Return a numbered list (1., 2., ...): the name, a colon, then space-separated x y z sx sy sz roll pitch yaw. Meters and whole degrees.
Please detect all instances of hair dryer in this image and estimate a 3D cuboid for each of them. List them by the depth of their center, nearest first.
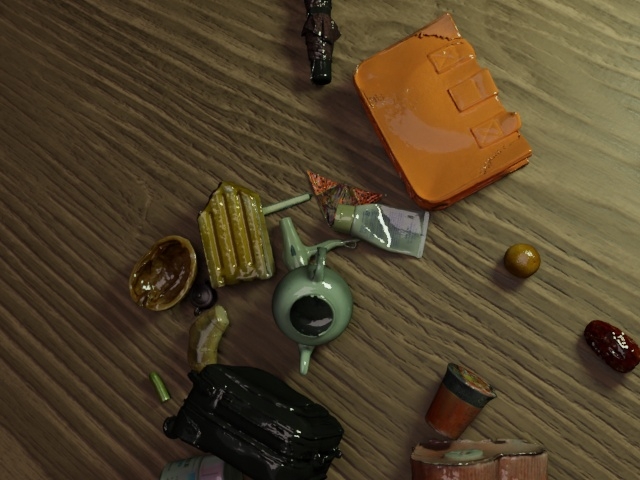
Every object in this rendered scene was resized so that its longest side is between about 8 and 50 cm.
1. hair dryer: -0.017 -0.011 1.766 0.199 0.067 0.167 -32 69 -2

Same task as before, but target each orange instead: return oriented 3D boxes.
1. orange: 0.454 0.046 1.609 0.085 0.085 0.085 -2 81 15

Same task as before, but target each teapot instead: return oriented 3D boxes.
1. teapot: -0.019 0.155 1.669 0.193 0.129 0.295 9 107 -2
2. teapot: -0.303 0.145 1.818 0.067 0.045 0.100 16 85 19

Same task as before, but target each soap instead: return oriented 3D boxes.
1. soap: -0.215 -0.020 1.778 0.160 0.080 0.258 -12 90 12

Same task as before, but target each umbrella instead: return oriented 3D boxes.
1. umbrella: -0.005 -0.555 1.822 0.090 0.094 0.326 -7 79 29

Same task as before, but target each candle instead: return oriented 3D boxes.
1. candle: 0.301 0.495 1.496 0.287 0.316 0.132 -9 80 56

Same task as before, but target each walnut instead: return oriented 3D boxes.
1. walnut: -0.384 0.092 1.827 0.167 0.087 0.211 42 92 24

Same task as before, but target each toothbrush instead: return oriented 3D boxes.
1. toothbrush: -0.159 -0.070 1.820 0.294 0.028 0.026 -18 94 12

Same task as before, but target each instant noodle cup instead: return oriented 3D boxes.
1. instant noodle cup: 0.303 0.362 1.585 0.127 0.127 0.136 33 100 18

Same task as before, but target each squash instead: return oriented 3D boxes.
1. squash: -0.414 0.374 1.823 0.027 0.027 0.083 -33 74 8

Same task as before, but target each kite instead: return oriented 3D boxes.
1. kite: 0.043 -0.089 1.778 0.222 0.008 0.125 20 87 17

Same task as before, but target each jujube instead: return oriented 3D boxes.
1. jujube: 0.628 0.224 1.534 0.077 0.077 0.129 -45 64 5

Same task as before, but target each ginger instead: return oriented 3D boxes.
1. ginger: -0.285 0.252 1.785 0.095 0.069 0.190 10 83 -8

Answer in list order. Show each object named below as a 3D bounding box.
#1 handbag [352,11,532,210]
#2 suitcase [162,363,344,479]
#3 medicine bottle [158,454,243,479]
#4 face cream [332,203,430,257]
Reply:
1. handbag: 0.281 -0.300 1.694 0.303 0.116 0.410 -28 76 7
2. suitcase: -0.121 0.413 1.567 0.339 0.345 0.188 26 85 20
3. medicine bottle: -0.283 0.581 1.699 0.168 0.135 0.135 -14 78 13
4. face cream: 0.145 -0.033 1.722 0.224 0.070 0.114 11 84 5
